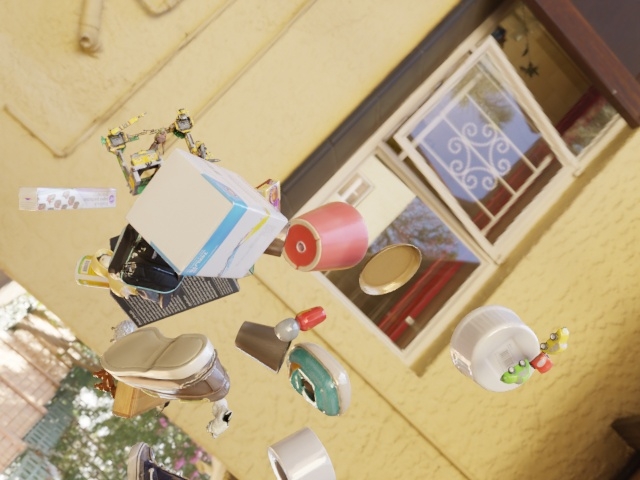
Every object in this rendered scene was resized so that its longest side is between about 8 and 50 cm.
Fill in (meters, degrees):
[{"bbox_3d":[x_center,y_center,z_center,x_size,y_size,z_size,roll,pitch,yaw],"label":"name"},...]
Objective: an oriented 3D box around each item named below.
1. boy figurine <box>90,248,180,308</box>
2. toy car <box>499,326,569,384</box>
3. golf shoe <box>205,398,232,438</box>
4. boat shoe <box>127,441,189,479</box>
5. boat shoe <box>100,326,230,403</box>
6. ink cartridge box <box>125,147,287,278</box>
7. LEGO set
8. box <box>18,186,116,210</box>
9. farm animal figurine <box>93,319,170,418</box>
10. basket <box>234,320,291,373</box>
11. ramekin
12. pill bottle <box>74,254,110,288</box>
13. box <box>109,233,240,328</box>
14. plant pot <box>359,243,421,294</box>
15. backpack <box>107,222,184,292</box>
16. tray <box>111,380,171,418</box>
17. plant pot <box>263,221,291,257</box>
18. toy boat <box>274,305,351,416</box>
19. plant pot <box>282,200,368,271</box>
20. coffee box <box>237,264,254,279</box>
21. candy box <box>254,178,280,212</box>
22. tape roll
[{"bbox_3d":[-0.571,0.104,1.732,0.177,0.285,0.092,-53,163,-48],"label":"boy figurine"},{"bbox_3d":[0.631,0.370,1.671,0.225,0.053,0.239,-26,147,-19],"label":"toy car"},{"bbox_3d":[-0.333,0.603,1.949,0.086,0.069,0.176,-30,-157,14],"label":"golf shoe"},{"bbox_3d":[-0.414,0.640,1.472,0.158,0.127,0.340,-13,-158,-11],"label":"boat shoe"},{"bbox_3d":[-0.281,0.223,1.000,0.325,0.096,0.116,-7,-148,44],"label":"boat shoe"},{"bbox_3d":[-0.248,-0.049,1.289,0.197,0.198,0.270,-51,160,9],"label":"ink cartridge box"},{"bbox_3d":[-0.489,-0.284,1.734,0.332,0.254,0.192,-12,174,-25],"label":"LEGO set"},{"bbox_3d":[-0.718,-0.123,1.625,0.324,0.067,0.063,-15,110,-71],"label":"box"},{"bbox_3d":[-0.682,0.503,2.185,0.172,0.330,0.326,-5,-116,31],"label":"farm animal figurine"},{"bbox_3d":[-0.257,0.459,2.517,0.154,0.227,0.204,73,37,-80],"label":"basket"},{"bbox_3d":[0.585,0.366,1.874,0.277,0.277,0.135,-45,-161,2],"label":"ramekin"},{"bbox_3d":[-0.907,0.141,2.424,0.136,0.246,0.136,7,90,-84],"label":"pill bottle"},{"bbox_3d":[-0.525,0.086,2.022,0.396,0.212,0.293,-19,-135,-2],"label":"box"},{"bbox_3d":[0.234,0.093,1.928,0.236,0.236,0.032,-43,-131,15],"label":"plant pot"},{"bbox_3d":[-0.448,0.049,1.487,0.144,0.188,0.165,14,-97,47],"label":"backpack"},{"bbox_3d":[-0.549,0.458,1.941,0.411,0.076,0.202,14,87,-76],"label":"tray"},{"bbox_3d":[-0.194,-0.024,1.883,0.167,0.165,0.166,-163,-90,-86],"label":"plant pot"},{"bbox_3d":[-0.037,0.339,1.593,0.148,0.318,0.267,-22,-154,-27],"label":"toy boat"},{"bbox_3d":[0.000,0.000,2.089,0.275,0.274,0.243,-39,165,37],"label":"plant pot"},{"bbox_3d":[-0.355,0.112,2.286,0.184,0.040,0.113,-18,-138,17],"label":"coffee box"},{"bbox_3d":[-0.195,-0.122,2.085,0.109,0.053,0.186,-44,140,-54],"label":"candy box"},{"bbox_3d":[-0.075,0.867,2.173,0.169,0.246,0.246,-23,180,-23],"label":"tape roll"}]
